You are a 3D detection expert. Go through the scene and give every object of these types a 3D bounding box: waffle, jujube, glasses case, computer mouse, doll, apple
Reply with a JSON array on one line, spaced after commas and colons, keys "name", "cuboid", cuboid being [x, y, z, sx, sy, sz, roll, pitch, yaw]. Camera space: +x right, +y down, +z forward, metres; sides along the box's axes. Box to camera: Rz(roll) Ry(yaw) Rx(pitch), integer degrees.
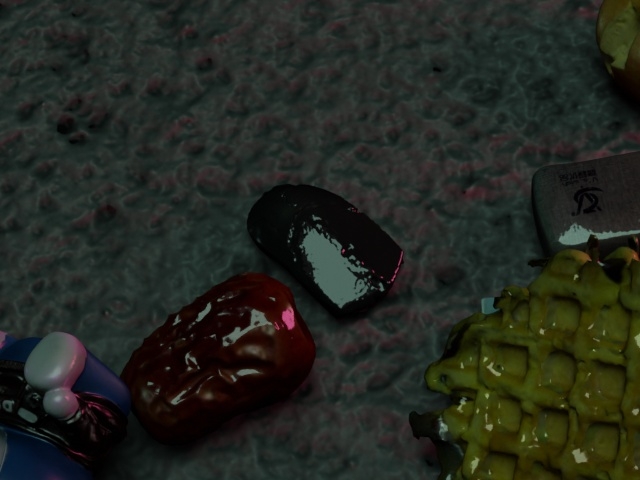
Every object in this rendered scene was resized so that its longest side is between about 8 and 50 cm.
[{"name": "waffle", "cuboid": [0.283, 0.205, 1.455, 0.095, 0.379, 0.382, -6, 61, -49]}, {"name": "jujube", "cuboid": [-0.117, 0.139, 1.617, 0.230, 0.155, 0.155, -33, 63, -7]}, {"name": "glasses case", "cuboid": [0.423, -0.047, 1.720, 0.323, 0.074, 0.131, -9, 59, 0]}, {"name": "computer mouse", "cuboid": [0.000, 0.000, 1.727, 0.217, 0.073, 0.122, 40, 70, 21]}, {"name": "doll", "cuboid": [-0.329, 0.269, 1.504, 0.284, 0.240, 0.310, -11, 48, 52]}, {"name": "apple", "cuboid": [0.441, -0.263, 1.790, 0.199, 0.199, 0.199, -2, 61, 3]}]

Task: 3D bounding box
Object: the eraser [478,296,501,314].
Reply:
[{"name": "eraser", "cuboid": [0.301, 0.111, 1.653, 0.225, 0.052, 0.096, -3, 58, 2]}]
